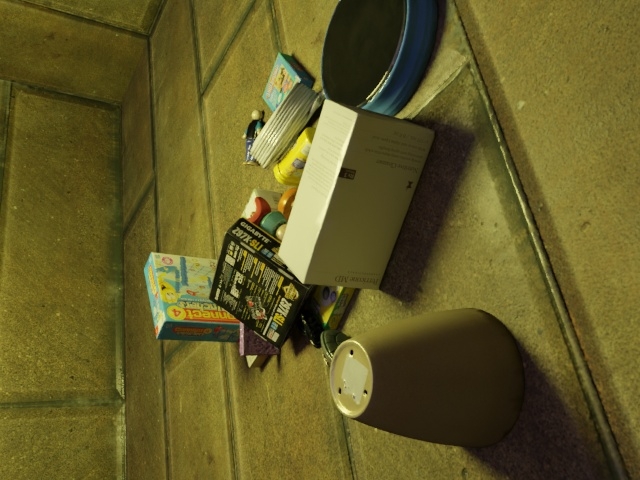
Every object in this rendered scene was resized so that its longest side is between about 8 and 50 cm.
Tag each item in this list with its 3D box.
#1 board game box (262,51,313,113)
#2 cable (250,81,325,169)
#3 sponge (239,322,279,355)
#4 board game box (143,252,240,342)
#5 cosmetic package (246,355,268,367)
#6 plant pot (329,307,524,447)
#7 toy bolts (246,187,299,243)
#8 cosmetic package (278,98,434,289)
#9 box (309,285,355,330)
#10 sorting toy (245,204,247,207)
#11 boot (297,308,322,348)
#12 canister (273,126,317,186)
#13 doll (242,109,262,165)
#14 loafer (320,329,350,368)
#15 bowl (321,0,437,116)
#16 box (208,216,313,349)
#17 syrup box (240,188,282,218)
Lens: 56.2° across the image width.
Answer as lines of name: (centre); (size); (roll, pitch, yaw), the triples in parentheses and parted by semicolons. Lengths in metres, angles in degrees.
board game box: (-0.105, -0.466, 1.859); (0.160, 0.047, 0.210); (-64, 36, 29)
cable: (-0.100, -0.318, 1.674); (0.257, 0.089, 0.257); (-54, 8, -6)
sponge: (-0.179, 0.234, 1.770); (0.031, 0.117, 0.210); (-27, 61, 60)
board game box: (-0.395, 0.186, 1.955); (0.086, 0.308, 0.302); (-60, 39, 31)
cosmetic package: (-0.186, 0.334, 1.837); (0.115, 0.041, 0.060); (-56, 41, 37)
plant pot: (0.164, 0.239, 1.055); (0.256, 0.274, 0.256); (-19, 67, 56)
toy bolts: (-0.081, -0.036, 1.617); (0.158, 0.228, 0.218); (32, 90, 29)
cosmetic package: (0.072, -0.094, 1.335); (0.156, 0.217, 0.385); (40, 120, 54)
box: (0.028, 0.143, 1.524); (0.105, 0.043, 0.179); (53, 130, 49)
sorting toy: (-0.202, -0.106, 1.957); (0.075, 0.045, 0.083); (-57, 39, 24)
boot: (-0.032, 0.216, 1.559); (0.121, 0.045, 0.099); (47, 161, 45)
canister: (-0.031, -0.222, 1.615); (0.170, 0.126, 0.073); (-45, 51, 43)
doll: (-0.231, -0.352, 2.045); (0.129, 0.046, 0.189); (12, 95, 58)
loafer: (0.068, 0.310, 1.380); (0.267, 0.096, 0.084); (45, 128, 50)
bowl: (0.124, -0.479, 1.458); (0.391, 0.077, 0.391); (-17, 70, 57)
box: (-0.158, 0.122, 1.597); (0.079, 0.257, 0.322); (-50, -11, -41)
syrup box: (-0.198, -0.038, 1.879); (0.237, 0.096, 0.093); (-61, 35, 32)
